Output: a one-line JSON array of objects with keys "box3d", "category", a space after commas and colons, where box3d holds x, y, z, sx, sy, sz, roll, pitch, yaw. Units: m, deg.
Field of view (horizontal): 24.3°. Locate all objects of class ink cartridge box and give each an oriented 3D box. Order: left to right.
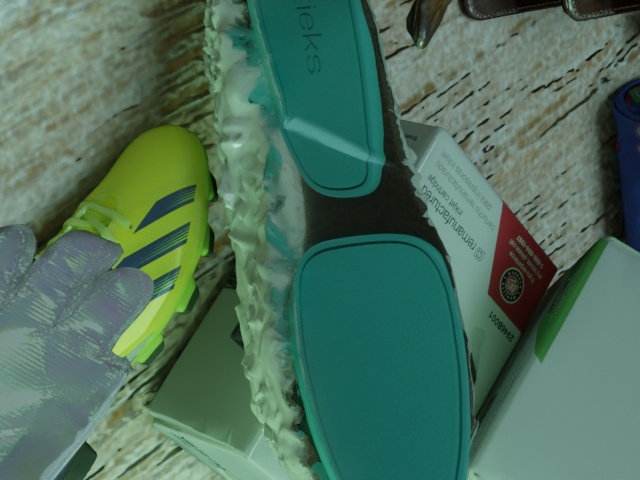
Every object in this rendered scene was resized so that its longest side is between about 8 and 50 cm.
[{"box3d": [0.030, 0.072, 1.088, 0.197, 0.114, 0.272, 45, 71, -42], "category": "ink cartridge box"}, {"box3d": [0.186, 0.138, 1.146, 0.201, 0.117, 0.278, -58, 176, -15], "category": "ink cartridge box"}]

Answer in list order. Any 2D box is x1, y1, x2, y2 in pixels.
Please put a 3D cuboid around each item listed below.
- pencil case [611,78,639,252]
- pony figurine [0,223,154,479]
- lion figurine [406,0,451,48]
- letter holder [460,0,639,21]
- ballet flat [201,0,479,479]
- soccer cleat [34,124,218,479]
[{"box3d": [0.347, -0.006, 1.363, 0.119, 0.133, 0.306, -64, 147, -59], "category": "pencil case"}, {"box3d": [-0.294, 0.083, 0.629, 0.363, 0.303, 0.351, 43, 70, -50], "category": "pony figurine"}, {"box3d": [0.088, -0.242, 0.934, 0.240, 0.392, 0.142, 2, 138, -27], "category": "lion figurine"}, {"box3d": [0.222, -0.322, 1.144, 0.214, 0.152, 0.301, -16, 112, -39], "category": "letter holder"}, {"box3d": [0.000, 0.000, 0.933, 0.147, 0.147, 0.408, 8, 67, -45], "category": "ballet flat"}, {"box3d": [-0.161, 0.044, 0.914, 0.121, 0.093, 0.289, 37, 75, -36], "category": "soccer cleat"}]
